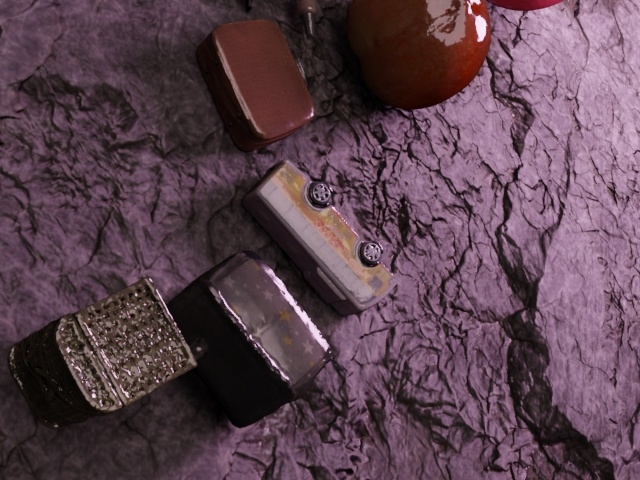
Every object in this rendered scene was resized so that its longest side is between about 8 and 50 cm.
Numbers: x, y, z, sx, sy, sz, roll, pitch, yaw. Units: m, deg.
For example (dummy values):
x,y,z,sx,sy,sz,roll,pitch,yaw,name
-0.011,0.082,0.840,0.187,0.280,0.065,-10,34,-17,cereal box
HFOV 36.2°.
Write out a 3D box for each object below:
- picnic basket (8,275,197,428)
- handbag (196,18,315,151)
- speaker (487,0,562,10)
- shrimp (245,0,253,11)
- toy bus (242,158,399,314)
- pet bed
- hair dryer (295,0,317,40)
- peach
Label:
x,y,z,sx,sy,sz,roll,pitch,yaw,name
-0.282,0.148,1.215,0.154,0.196,0.134,-30,94,-37,picnic basket
-0.096,-0.247,1.544,0.151,0.072,0.193,-20,84,-36,handbag
0.382,-0.574,1.837,0.294,0.294,0.294,11,68,-29,speaker
-0.112,-0.455,1.627,0.091,0.034,0.161,2,71,-33,shrimp
0.000,0.000,1.512,0.268,0.092,0.106,49,64,-9,toy bus
-0.116,0.143,1.328,0.159,0.183,0.211,-39,96,-37,pet bed
-0.012,-0.444,1.654,0.195,0.054,0.220,-11,77,-43,hair dryer
0.170,-0.352,1.650,0.252,0.252,0.252,11,68,-29,peach
